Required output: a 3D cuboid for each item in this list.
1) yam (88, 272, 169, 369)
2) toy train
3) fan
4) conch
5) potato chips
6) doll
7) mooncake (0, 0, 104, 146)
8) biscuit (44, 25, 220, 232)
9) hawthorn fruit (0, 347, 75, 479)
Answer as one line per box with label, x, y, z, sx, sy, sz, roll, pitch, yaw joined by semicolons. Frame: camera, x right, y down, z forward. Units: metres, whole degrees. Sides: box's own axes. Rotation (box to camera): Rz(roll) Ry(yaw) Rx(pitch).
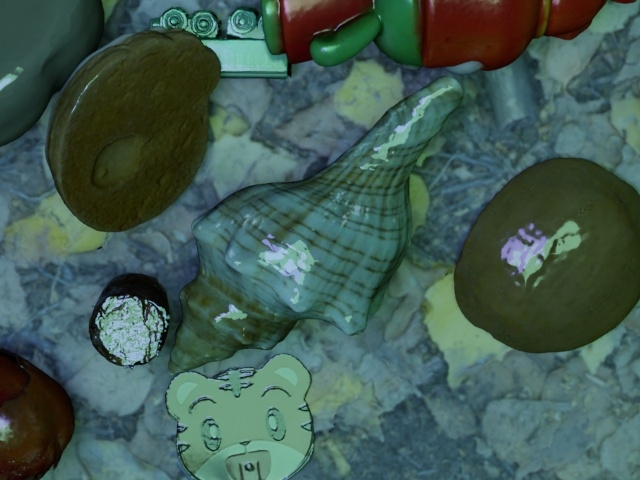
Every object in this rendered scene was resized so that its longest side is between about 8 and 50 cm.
yam;-0.183;0.074;1.520;0.079;0.141;0.079;0;98;-3
toy train;-0.094;-0.194;1.536;0.148;0.038;0.071;0;101;-2
fan;-0.072;0.234;1.609;0.153;0.008;0.226;-9;97;-1
conch;0.003;0.012;1.498;0.386;0.203;0.169;-30;57;16
potato chips;0.235;0.021;1.561;0.208;0.062;0.195;-14;100;-1
doll;0.122;-0.241;1.463;0.363;0.182;0.160;1;131;-6
mooncake;-0.338;-0.208;1.452;0.275;0.135;0.275;0;72;2
biscuit;-0.184;-0.106;1.490;0.181;0.049;0.208;-19;134;-36
hawthorn fruit;-0.327;0.171;1.536;0.148;0.148;0.172;-41;80;4
